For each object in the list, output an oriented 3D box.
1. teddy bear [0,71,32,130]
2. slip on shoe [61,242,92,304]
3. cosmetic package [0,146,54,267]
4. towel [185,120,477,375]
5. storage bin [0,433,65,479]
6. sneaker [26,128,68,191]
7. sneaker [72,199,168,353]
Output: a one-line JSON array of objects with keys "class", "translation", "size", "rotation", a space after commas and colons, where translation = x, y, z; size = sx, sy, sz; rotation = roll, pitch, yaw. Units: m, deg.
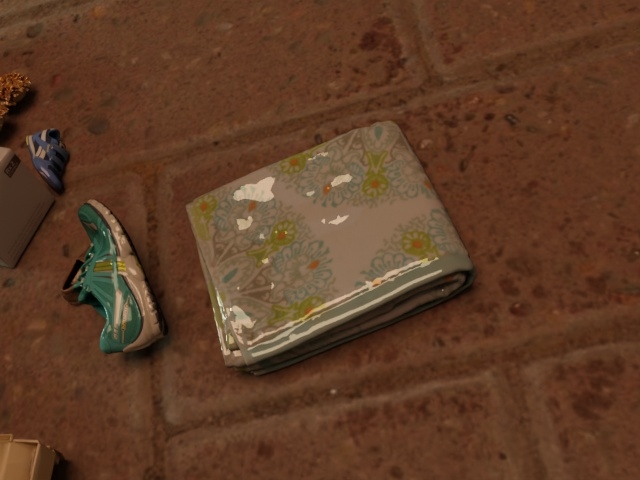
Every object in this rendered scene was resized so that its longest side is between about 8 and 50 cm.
[{"class": "teddy bear", "translation": [-0.724, -0.280, 1.585], "size": [0.338, 0.113, 0.245], "rotation": [24, 65, 26]}, {"class": "slip on shoe", "translation": [-0.376, 0.038, 1.332], "size": [0.051, 0.041, 0.135], "rotation": [18, 65, 24]}, {"class": "cosmetic package", "translation": [-0.588, -0.067, 1.389], "size": [0.184, 0.151, 0.151], "rotation": [12, 63, 22]}, {"class": "towel", "translation": [0.000, 0.000, 1.227], "size": [0.375, 0.090, 0.320], "rotation": [-22, 57, 1]}, {"class": "storage bin", "translation": [-0.489, 0.402, 1.089], "size": [0.261, 0.123, 0.262], "rotation": [-5, 57, 12]}, {"class": "sneaker", "translation": [-0.481, -0.148, 1.471], "size": [0.059, 0.053, 0.144], "rotation": [-26, 57, -4]}, {"class": "sneaker", "translation": [-0.327, 0.049, 1.258], "size": [0.110, 0.107, 0.275], "rotation": [-23, 59, -11]}]
